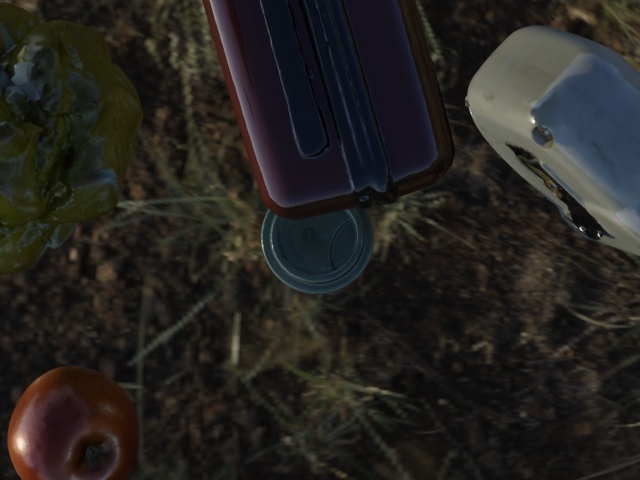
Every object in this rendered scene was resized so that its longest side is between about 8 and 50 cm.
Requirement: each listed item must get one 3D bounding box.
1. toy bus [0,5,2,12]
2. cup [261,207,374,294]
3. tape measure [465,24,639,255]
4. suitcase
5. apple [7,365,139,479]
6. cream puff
[{"bbox_3d":[-0.340,-0.304,1.512,0.128,0.256,0.147,-42,105,-10],"label":"toy bus"},{"bbox_3d":[0.000,0.000,1.650,0.120,0.141,0.120,0,86,4],"label":"cup"},{"bbox_3d":[0.261,-0.085,1.457,0.265,0.258,0.130,40,90,-16],"label":"tape measure"},{"bbox_3d":[-0.003,-0.171,1.232,0.161,0.236,0.297,-15,97,2],"label":"suitcase"},{"bbox_3d":[-0.288,0.233,1.788,0.163,0.163,0.139,-66,27,6],"label":"apple"},{"bbox_3d":[-0.409,-0.137,1.892,0.378,0.275,0.378,-6,70,16],"label":"cream puff"}]
